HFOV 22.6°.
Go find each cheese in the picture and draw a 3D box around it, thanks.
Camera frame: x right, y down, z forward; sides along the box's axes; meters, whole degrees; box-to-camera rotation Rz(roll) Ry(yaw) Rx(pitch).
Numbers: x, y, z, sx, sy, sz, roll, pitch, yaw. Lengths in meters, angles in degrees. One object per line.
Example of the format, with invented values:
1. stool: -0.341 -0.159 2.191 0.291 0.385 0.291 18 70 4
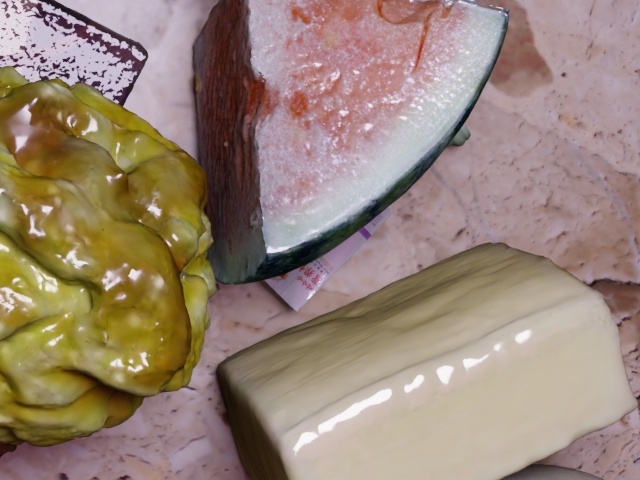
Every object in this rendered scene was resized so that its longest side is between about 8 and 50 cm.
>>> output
1. cheese: 0.069 0.111 1.230 0.266 0.242 0.123 -23 100 -11

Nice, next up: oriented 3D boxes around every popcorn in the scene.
1. popcorn: -0.209 0.005 1.138 0.247 0.282 0.282 -33 105 27

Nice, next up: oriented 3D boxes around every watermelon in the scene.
1. watermelon: -0.019 -0.095 1.188 0.201 0.213 0.261 44 67 -6

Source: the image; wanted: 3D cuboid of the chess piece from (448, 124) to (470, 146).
1. chess piece: 0.077 -0.071 1.325 0.093 0.042 0.042 -41 104 -2

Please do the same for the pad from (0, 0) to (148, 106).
1. pad: -0.323 -0.125 1.230 0.330 0.004 0.220 26 88 -15

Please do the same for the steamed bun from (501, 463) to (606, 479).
1. steamed bun: 0.173 0.336 1.238 0.206 0.324 0.324 7 93 -5

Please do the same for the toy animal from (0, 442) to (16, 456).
1. toy animal: -0.358 0.092 1.208 0.230 0.066 0.224 -10 101 -9

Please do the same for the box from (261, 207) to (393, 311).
1. box: 0.000 0.000 1.310 0.117 0.036 0.050 -44 104 -6
